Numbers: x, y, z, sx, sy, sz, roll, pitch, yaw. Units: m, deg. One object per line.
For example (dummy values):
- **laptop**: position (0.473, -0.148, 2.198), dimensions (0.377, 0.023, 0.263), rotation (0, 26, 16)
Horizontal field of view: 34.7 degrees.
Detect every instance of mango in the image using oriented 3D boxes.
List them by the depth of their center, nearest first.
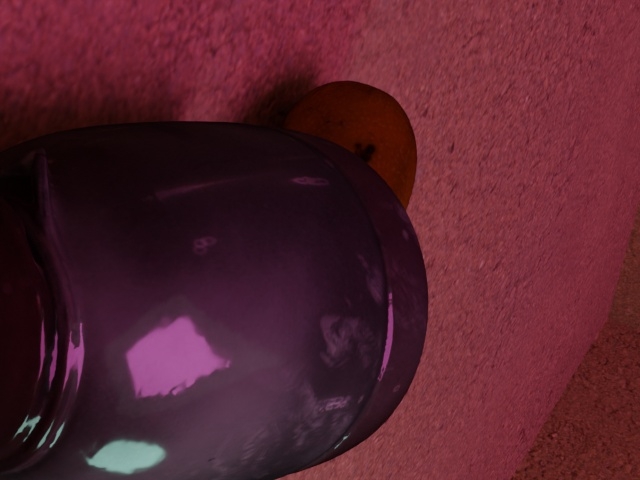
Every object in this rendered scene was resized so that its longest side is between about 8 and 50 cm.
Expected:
- **mango**: position (-0.005, -0.003, 0.821), dimensions (0.177, 0.120, 0.295), rotation (129, -18, -56)

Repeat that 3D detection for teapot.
- **teapot**: position (-0.123, 0.078, 0.598), dimensions (0.312, 0.233, 0.315), rotation (-1, 114, -56)
